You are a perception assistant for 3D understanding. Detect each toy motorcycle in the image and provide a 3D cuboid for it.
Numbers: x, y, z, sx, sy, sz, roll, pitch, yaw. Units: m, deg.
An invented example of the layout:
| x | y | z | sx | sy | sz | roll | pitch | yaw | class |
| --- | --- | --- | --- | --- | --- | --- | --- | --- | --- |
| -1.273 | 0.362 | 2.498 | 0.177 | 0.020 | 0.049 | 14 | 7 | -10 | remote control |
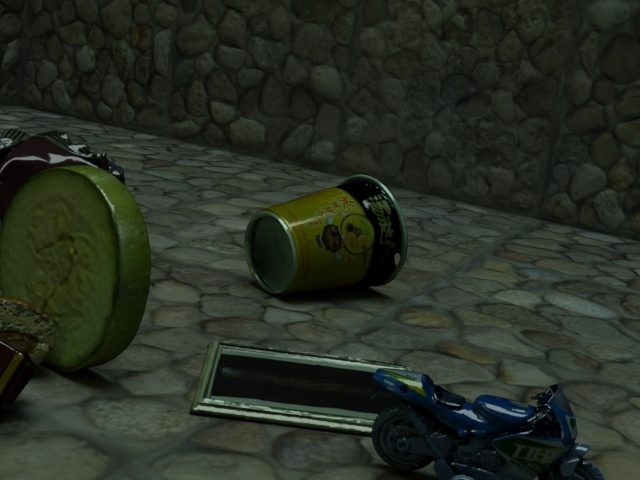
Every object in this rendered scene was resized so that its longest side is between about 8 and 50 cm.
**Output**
| x | y | z | sx | sy | sz | roll | pitch | yaw | class |
| --- | --- | --- | --- | --- | --- | --- | --- | --- | --- |
| 0.173 | 0.200 | 0.937 | 0.255 | 0.135 | 0.092 | 12 | 13 | 14 | toy motorcycle |

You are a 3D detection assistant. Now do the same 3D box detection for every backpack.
| x | y | z | sx | sy | sz | roll | pitch | yaw | class |
| --- | --- | --- | --- | --- | --- | --- | --- | --- | --- |
| -0.534 | -0.112 | 1.683 | 0.283 | 0.197 | 0.317 | -1 | 15 | -31 | backpack |

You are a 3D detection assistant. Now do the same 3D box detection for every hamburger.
| x | y | z | sx | sy | sz | roll | pitch | yaw | class |
| --- | --- | --- | --- | --- | --- | --- | --- | --- | --- |
| -0.409 | 0.102 | 1.062 | 0.176 | 0.087 | 0.102 | -10 | 18 | -26 | hamburger |

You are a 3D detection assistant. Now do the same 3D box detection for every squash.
| x | y | z | sx | sy | sz | roll | pitch | yaw | class |
| --- | --- | --- | --- | --- | --- | --- | --- | --- | --- |
| -0.308 | 0.029 | 1.102 | 0.252 | 0.252 | 0.049 | 18 | 14 | 35 | squash |

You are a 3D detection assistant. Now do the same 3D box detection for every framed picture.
| x | y | z | sx | sy | sz | roll | pitch | yaw | class |
| --- | --- | --- | --- | --- | --- | --- | --- | --- | --- |
| -0.008 | 0.185 | 1.151 | 0.293 | 0.018 | 0.231 | 7 | 13 | -4 | framed picture |

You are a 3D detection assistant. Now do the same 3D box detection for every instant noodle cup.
| x | y | z | sx | sy | sz | roll | pitch | yaw | class |
| --- | --- | --- | --- | --- | --- | --- | --- | --- | --- |
| 0.000 | 0.000 | 1.591 | 0.236 | 0.215 | 0.216 | -11 | 23 | -37 | instant noodle cup |

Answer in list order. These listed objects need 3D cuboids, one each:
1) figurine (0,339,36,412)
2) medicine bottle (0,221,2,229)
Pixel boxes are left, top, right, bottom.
| x | y | z | sx | sy | sz | roll | pitch | yaw | class |
| --- | --- | --- | --- | --- | --- | --- | --- | --- | --- |
| -0.391 | 0.129 | 0.953 | 0.154 | 0.098 | 0.082 | 29 | -17 | -1 | figurine |
| -0.581 | 0.012 | 1.242 | 0.258 | 0.143 | 0.143 | 7 | 13 | 0 | medicine bottle |
